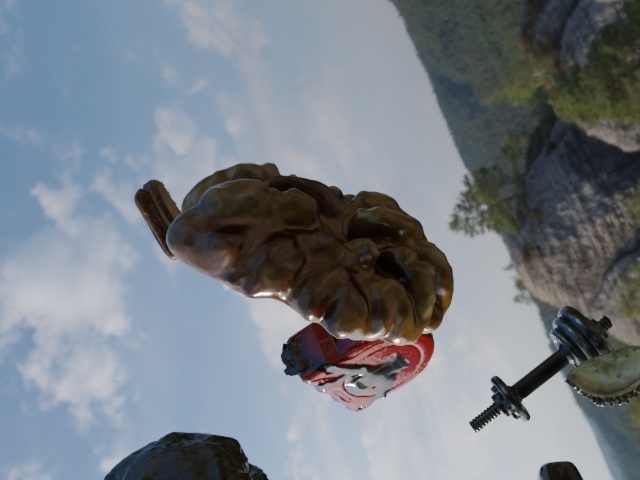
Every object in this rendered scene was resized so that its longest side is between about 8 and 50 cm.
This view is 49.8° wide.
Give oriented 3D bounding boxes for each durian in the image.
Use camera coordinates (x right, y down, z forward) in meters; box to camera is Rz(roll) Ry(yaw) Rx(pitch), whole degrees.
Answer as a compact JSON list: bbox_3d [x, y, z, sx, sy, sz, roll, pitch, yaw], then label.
[{"bbox_3d":[0.391,0.183,0.914,0.052,0.130,0.066,-13,-101,-63],"label":"durian"}]

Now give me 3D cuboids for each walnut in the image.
[{"bbox_3d":[0.000,0.000,0.405,0.170,0.069,0.143,17,-165,-11],"label":"walnut"}]

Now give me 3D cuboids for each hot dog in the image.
[{"bbox_3d":[-0.294,-0.041,1.301,0.165,0.071,0.045,58,-157,8],"label":"hot dog"}]

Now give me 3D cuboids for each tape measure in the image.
[{"bbox_3d":[0.089,0.211,1.321,0.253,0.260,0.114,45,-165,-49],"label":"tape measure"}]

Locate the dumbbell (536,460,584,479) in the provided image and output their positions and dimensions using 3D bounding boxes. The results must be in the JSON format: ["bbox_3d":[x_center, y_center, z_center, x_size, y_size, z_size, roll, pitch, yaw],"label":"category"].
[{"bbox_3d":[0.302,0.246,0.575,0.140,0.225,0.124,-67,-33,-77],"label":"dumbbell"}]

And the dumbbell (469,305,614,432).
[{"bbox_3d":[0.323,0.197,1.011,0.110,0.254,0.110,51,-179,-1],"label":"dumbbell"}]

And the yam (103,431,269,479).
[{"bbox_3d":[-0.097,0.317,0.614,0.195,0.195,0.300,-95,-7,-49],"label":"yam"}]
